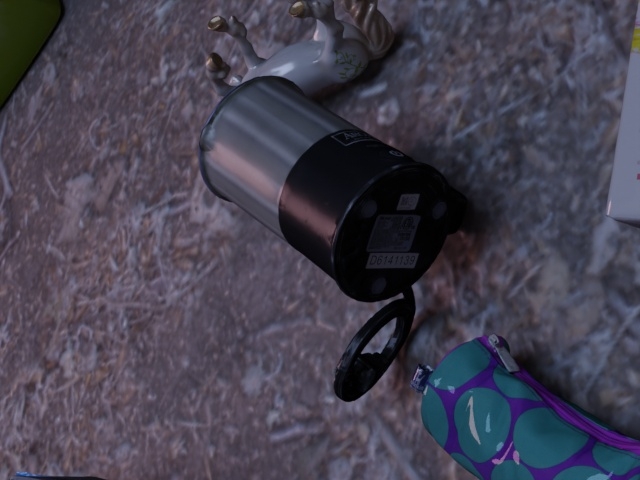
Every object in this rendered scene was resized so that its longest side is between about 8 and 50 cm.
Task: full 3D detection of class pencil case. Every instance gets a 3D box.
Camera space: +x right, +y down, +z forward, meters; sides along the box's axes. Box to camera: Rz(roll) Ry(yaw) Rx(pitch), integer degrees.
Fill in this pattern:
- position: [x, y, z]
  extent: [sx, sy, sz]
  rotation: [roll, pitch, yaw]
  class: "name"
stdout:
- position: [0.115, 0.104, 0.712]
  extent: [0.152, 0.064, 0.070]
  rotation: [34, 120, 46]
  class: "pencil case"

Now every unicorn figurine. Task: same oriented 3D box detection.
- position: [-0.024, -0.113, 0.915]
  extent: [0.162, 0.111, 0.060]
  rotation: [-8, 62, 31]
  class: "unicorn figurine"

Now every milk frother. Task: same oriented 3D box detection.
- position: [0.000, 0.000, 0.821]
  extent: [0.135, 0.129, 0.143]
  rotation: [36, 99, 43]
  class: "milk frother"

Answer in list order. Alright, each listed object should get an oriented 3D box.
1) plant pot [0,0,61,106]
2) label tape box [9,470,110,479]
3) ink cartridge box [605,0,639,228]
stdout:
- position: [-0.393, -0.224, 1.261]
  extent: [0.228, 0.207, 0.227]
  rotation: [-47, 48, 26]
  class: "plant pot"
- position: [-0.130, 0.274, 0.851]
  extent: [0.348, 0.115, 0.249]
  rotation: [-1, 80, 42]
  class: "label tape box"
- position: [0.228, -0.099, 0.630]
  extent: [0.154, 0.093, 0.212]
  rotation: [5, 84, 47]
  class: "ink cartridge box"
